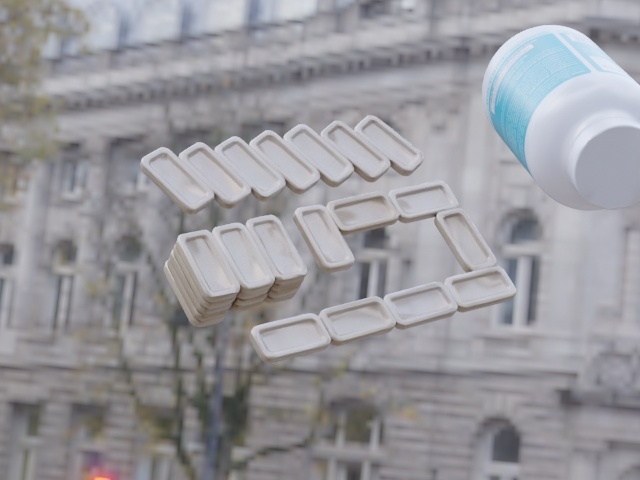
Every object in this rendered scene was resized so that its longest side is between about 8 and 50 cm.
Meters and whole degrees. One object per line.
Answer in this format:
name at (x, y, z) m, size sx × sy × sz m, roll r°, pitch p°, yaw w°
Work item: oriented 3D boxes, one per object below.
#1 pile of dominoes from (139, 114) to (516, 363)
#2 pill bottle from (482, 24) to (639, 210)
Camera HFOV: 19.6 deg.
pile of dominoes at (0.000, 0.000, 1.407) m, size 0.251 × 0.196 × 0.040 m, roll -12°, pitch -31°, yaw -33°
pill bottle at (0.269, -0.123, 1.937) m, size 0.146 × 0.146 × 0.264 m, roll 8°, pitch 21°, yaw -14°
